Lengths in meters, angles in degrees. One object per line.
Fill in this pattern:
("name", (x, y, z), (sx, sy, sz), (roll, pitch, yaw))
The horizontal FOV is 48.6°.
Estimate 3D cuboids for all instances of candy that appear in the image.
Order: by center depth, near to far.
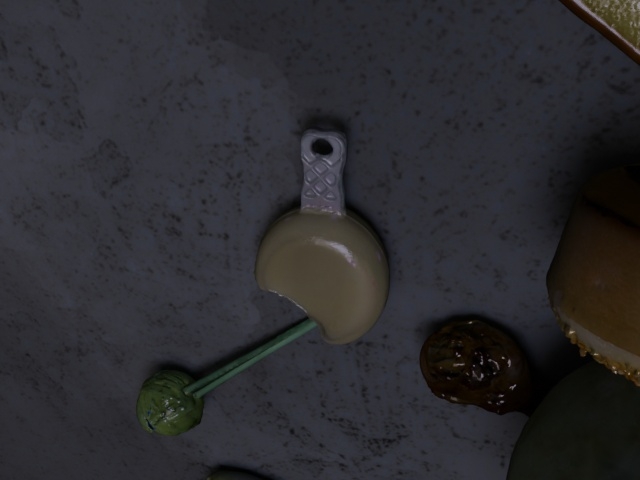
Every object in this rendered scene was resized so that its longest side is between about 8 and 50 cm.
("candy", (-0.119, 0.175, 0.955), (0.335, 0.092, 0.093), (-31, 72, 23))

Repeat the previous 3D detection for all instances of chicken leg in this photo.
("chicken leg", (0.230, 0.178, 0.843), (0.251, 0.087, 0.107), (32, 144, -13))

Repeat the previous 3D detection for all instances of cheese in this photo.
("cheese", (0.020, 0.002, 0.793), (0.163, 0.071, 0.249), (25, 125, 1))

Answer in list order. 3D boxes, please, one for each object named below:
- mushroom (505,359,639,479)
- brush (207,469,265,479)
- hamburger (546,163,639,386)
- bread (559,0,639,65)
("mushroom", (0.338, 0.264, 0.670), (0.352, 0.352, 0.260), (-24, 136, 29))
("brush", (-0.035, 0.414, 1.084), (0.312, 0.072, 0.067), (15, 111, 7))
("hamburger", (0.340, 0.037, 0.587), (0.301, 0.302, 0.171), (1, 111, 16))
("bread", (0.270, -0.178, 0.590), (0.226, 0.088, 0.049), (36, 122, -8))
